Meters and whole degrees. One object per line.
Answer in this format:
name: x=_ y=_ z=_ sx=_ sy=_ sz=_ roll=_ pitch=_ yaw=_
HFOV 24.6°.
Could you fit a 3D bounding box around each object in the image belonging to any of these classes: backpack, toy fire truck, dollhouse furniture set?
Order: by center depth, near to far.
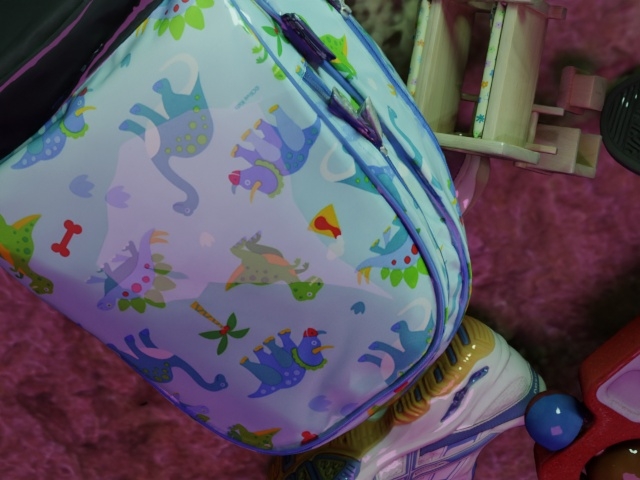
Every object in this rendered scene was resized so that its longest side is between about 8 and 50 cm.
backpack: x=-0.064 y=-0.035 z=0.928 sx=0.290 sy=0.273 sz=0.355 roll=-38 pitch=130 yaw=11
dollhouse furniture set: x=0.139 y=-0.147 z=1.056 sx=0.101 sy=0.182 sz=0.161 roll=12 pitch=-178 yaw=34
toy fire truck: x=0.311 y=0.158 z=1.241 sx=0.254 sy=0.169 sz=0.302 roll=33 pitch=121 yaw=-24

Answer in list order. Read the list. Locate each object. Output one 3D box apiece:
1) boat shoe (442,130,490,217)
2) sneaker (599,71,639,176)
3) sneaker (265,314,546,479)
boat shoe: x=0.000 y=0.000 z=1.142 sx=0.285 sy=0.103 sz=0.092 roll=-38 pitch=117 yaw=22
sneaker: x=0.371 y=-0.060 z=1.096 sx=0.295 sy=0.124 sz=0.178 roll=8 pitch=167 yaw=28
sneaker: x=0.072 y=0.194 z=1.297 sx=0.131 sy=0.112 sz=0.296 roll=35 pitch=121 yaw=-28
